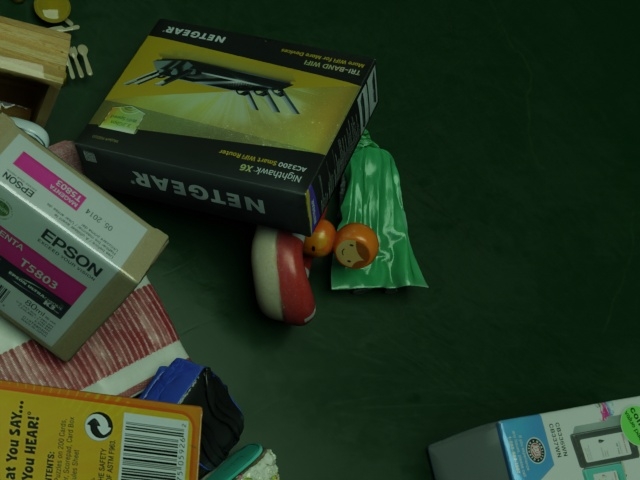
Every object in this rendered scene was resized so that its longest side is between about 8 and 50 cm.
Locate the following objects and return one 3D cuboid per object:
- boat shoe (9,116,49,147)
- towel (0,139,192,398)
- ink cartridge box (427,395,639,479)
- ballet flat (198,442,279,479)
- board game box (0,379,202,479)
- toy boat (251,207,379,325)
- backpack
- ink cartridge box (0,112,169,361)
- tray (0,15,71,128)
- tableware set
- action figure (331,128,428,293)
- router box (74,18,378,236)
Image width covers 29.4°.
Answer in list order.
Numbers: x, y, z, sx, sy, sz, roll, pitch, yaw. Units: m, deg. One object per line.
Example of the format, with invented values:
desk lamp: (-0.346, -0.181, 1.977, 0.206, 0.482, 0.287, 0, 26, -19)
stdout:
boat shoe: (-0.418, -0.097, 1.450, 0.183, 0.065, 0.083, -1, 46, 4)
towel: (-0.329, 0.059, 1.482, 0.237, 0.037, 0.329, -26, 85, -30)
ink cartridge box: (0.317, 0.321, 1.562, 0.270, 0.197, 0.198, -6, 74, -25)
ballet flat: (-0.141, 0.330, 1.437, 0.241, 0.091, 0.077, -30, 108, -25)
board game box: (-0.353, 0.339, 1.161, 0.356, 0.356, 0.356, 12, 67, -26)
toy boat: (0.000, 0.000, 1.560, 0.151, 0.151, 0.231, 11, 66, 8)
backpack: (-0.154, 0.208, 1.464, 0.098, 0.101, 0.120, -52, 128, -20)
ink cartridge box: (-0.320, 0.002, 1.367, 0.234, 0.193, 0.088, 37, 43, -9)
tray: (-0.514, -0.219, 1.408, 0.411, 0.203, 0.076, 12, 66, -19)
tableware set: (-0.366, -0.267, 1.593, 0.104, 0.024, 0.154, -16, 79, -23)
action figure: (0.068, -0.044, 1.668, 0.137, 0.063, 0.232, 1, 75, -20)
router box: (-0.111, -0.148, 1.522, 0.309, 0.081, 0.243, 13, 53, 17)
